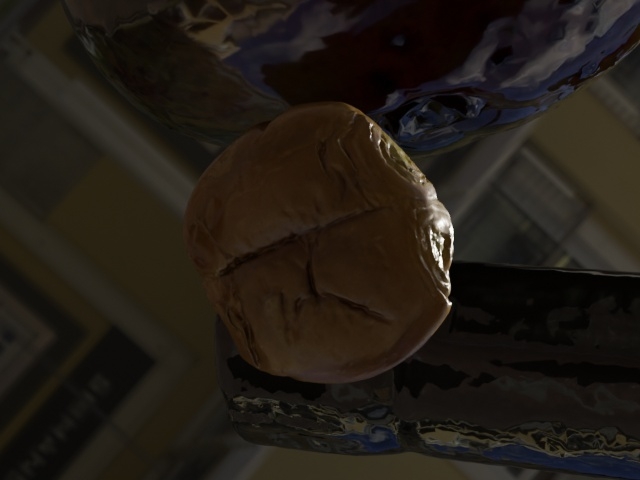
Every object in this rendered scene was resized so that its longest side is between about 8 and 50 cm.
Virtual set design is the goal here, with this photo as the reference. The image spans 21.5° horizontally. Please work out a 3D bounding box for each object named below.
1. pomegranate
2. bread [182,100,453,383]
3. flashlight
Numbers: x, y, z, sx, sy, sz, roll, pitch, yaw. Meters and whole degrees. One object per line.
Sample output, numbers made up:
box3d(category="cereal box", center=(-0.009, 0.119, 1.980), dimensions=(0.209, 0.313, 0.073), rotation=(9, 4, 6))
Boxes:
box3d(category="pomegranate", center=(0.007, -0.183, 0.730), dimensions=(0.291, 0.291, 0.323), rotation=(-44, -128, 22))
box3d(category="bread", center=(0.000, 0.000, 0.504), dimensions=(0.081, 0.083, 0.046), rotation=(0, -173, 13))
box3d(category="flashlight", center=(0.148, 0.054, 0.596), dimensions=(0.424, 0.103, 0.103), rotation=(2, -143, 29))
